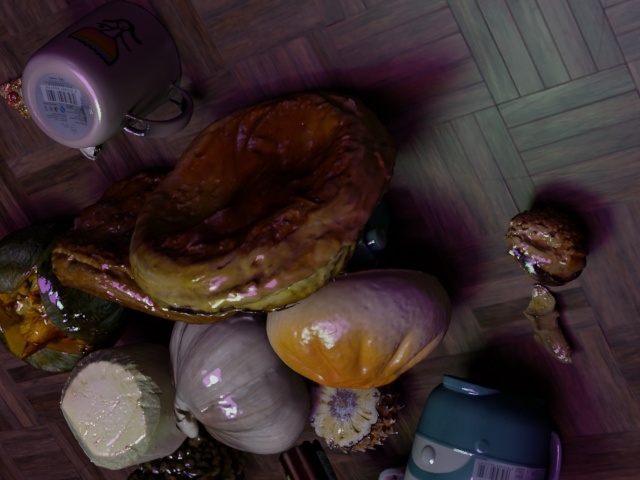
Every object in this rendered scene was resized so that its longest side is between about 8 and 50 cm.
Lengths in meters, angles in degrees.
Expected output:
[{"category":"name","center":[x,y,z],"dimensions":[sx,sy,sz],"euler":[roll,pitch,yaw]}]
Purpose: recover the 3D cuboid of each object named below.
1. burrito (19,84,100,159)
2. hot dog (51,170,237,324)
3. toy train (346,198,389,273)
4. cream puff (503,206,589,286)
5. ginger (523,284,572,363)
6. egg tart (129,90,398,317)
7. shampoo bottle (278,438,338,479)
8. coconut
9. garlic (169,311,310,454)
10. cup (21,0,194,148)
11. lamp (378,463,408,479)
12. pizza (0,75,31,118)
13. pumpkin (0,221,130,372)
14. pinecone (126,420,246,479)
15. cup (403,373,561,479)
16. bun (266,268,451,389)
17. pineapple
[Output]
[{"category":"burrito","center":[-0.467,-0.217,1.948],"dimensions":[0.185,0.045,0.041],"euler":[43,115,1]},{"category":"hot dog","center":[-0.283,0.016,1.865],"dimensions":[0.388,0.267,0.174],"euler":[13,144,25]},{"category":"toy train","center":[0.000,0.000,1.752],"dimensions":[0.248,0.159,0.101],"euler":[-16,127,28]},{"category":"cream puff","center":[0.331,0.005,1.590],"dimensions":[0.133,0.119,0.104],"euler":[38,111,-13]},{"category":"ginger","center":[0.357,0.135,1.714],"dimensions":[0.058,0.044,0.137],"euler":[-18,113,19]},{"category":"egg tart","center":[-0.074,-0.037,1.609],"dimensions":[0.443,0.443,0.178],"euler":[-5,134,33]},{"category":"shampoo bottle","center":[0.032,0.511,1.904],"dimensions":[0.323,0.084,0.129],"euler":[62,179,20]},{"category":"coconut","center":[-0.354,0.311,2.067],"dimensions":[0.239,0.244,0.239],"euler":[-1,86,18]},{"category":"garlic","center":[-0.151,0.240,1.951],"dimensions":[0.241,0.322,0.321],"euler":[-12,119,-1]},{"category":"cup","center":[-0.333,-0.244,1.749],"dimensions":[0.253,0.200,0.191],"euler":[33,132,5]},{"category":"lamp","center":[0.160,0.538,1.971],"dimensions":[0.247,0.247,0.301],"euler":[26,133,-14]},{"category":"pizza","center":[-0.563,-0.261,1.989],"dimensions":[0.078,0.025,0.083],"euler":[9,126,22]},{"category":"pumpkin","center":[-0.514,0.111,2.106],"dimensions":[0.321,0.192,0.320],"euler":[14,125,21]},{"category":"pinecone","center":[-0.276,0.488,2.208],"dimensions":[0.244,0.244,0.309],"euler":[23,140,15]},{"category":"cup","center":[0.278,0.368,1.772],"dimensions":[0.219,0.290,0.257],"euler":[11,86,56]},{"category":"bun","center":[0.064,0.155,1.724],"dimensions":[0.299,0.299,0.164],"euler":[-16,73,37]},{"category":"pineapple","center":[0.080,0.302,1.951],"dimensions":[0.176,0.137,0.161],"euler":[-13,70,34]}]
